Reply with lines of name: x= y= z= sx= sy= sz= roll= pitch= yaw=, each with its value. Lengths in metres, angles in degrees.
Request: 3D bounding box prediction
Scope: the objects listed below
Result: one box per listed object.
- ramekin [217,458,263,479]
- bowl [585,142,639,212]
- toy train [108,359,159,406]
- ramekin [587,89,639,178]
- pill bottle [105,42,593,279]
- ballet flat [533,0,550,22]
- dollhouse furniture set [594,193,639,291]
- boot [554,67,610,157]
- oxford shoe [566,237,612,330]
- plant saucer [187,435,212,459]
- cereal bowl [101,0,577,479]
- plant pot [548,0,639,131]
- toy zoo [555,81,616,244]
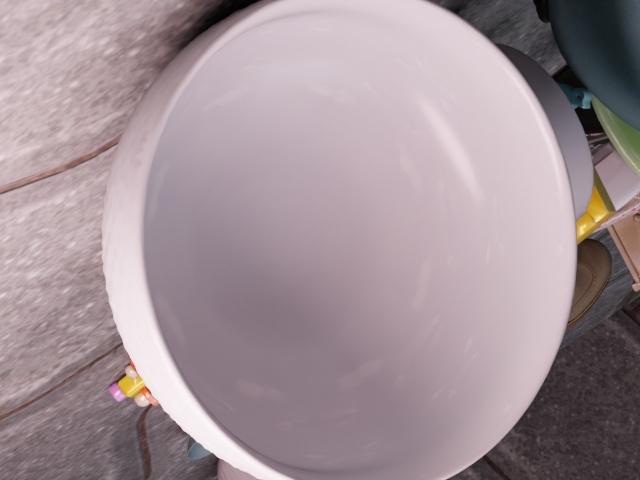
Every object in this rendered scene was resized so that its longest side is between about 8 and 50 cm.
ramekin: x=-0.021 y=0.298 z=2.618 sx=0.273 sy=0.127 sz=0.273 roll=-34 pitch=167 yaw=-9
bowl: x=0.289 y=-0.078 z=2.148 sx=0.142 sy=0.142 sz=0.053 roll=-36 pitch=127 yaw=1
toy train: x=-0.138 y=0.121 z=1.871 sx=0.125 sy=0.046 sz=0.166 roll=-44 pitch=165 yaw=30
ramekin: x=0.403 y=-0.167 z=1.736 sx=0.148 sy=0.303 sz=0.303 roll=-37 pitch=170 yaw=-34
pill bottle: x=0.030 y=-0.006 z=1.499 sx=0.363 sy=0.210 sz=0.210 roll=-30 pitch=165 yaw=-27
ballet flat: x=0.230 y=-0.214 z=1.616 sx=0.173 sy=0.057 sz=0.049 roll=-11 pitch=110 yaw=-48
dollhouse furniture set: x=0.395 y=-0.008 z=2.281 sx=0.303 sy=0.173 sz=0.355 roll=-27 pitch=-174 yaw=18
boot: x=0.275 y=-0.124 z=2.012 sx=0.236 sy=0.085 sz=0.178 roll=-33 pitch=170 yaw=12
oxford shoe: x=0.317 y=0.061 z=2.688 sx=0.348 sy=0.123 sz=0.130 roll=-26 pitch=158 yaw=-42
plant saucer: x=-0.089 y=0.190 z=2.262 sx=0.195 sy=0.037 sz=0.195 roll=-35 pitch=167 yaw=-9
cereal bowl: x=0.000 y=0.000 z=1.277 sx=0.339 sy=0.339 sz=0.141 roll=-30 pitch=-165 yaw=-27
plant pot: x=0.296 y=-0.193 z=1.495 sx=0.290 sy=0.290 sz=0.195 roll=-26 pitch=-163 yaw=-39
toy zoo: x=0.127 y=-0.036 z=1.684 sx=0.293 sy=0.192 sz=0.030 roll=-41 pitch=166 yaw=22
